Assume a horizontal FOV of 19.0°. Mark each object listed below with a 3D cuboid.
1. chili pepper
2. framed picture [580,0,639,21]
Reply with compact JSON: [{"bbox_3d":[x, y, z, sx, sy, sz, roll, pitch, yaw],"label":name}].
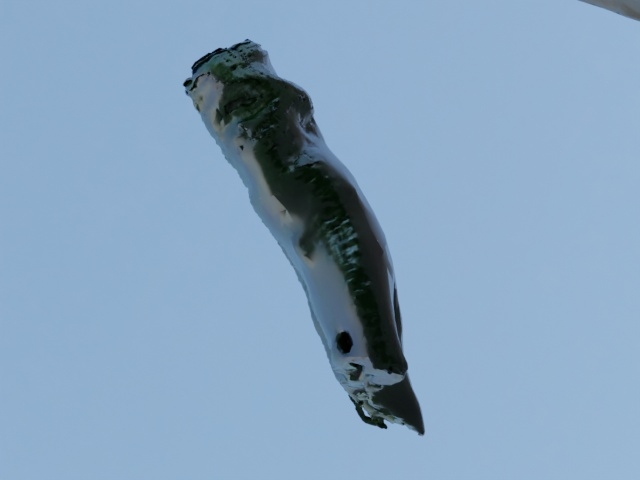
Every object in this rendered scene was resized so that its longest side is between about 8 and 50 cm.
[{"bbox_3d":[0.002,-0.001,0.992,0.061,0.224,0.098,-29,-15,-4],"label":"chili pepper"},{"bbox_3d":[0.018,-0.277,0.766,0.028,0.446,0.326,83,-150,-67],"label":"framed picture"}]
